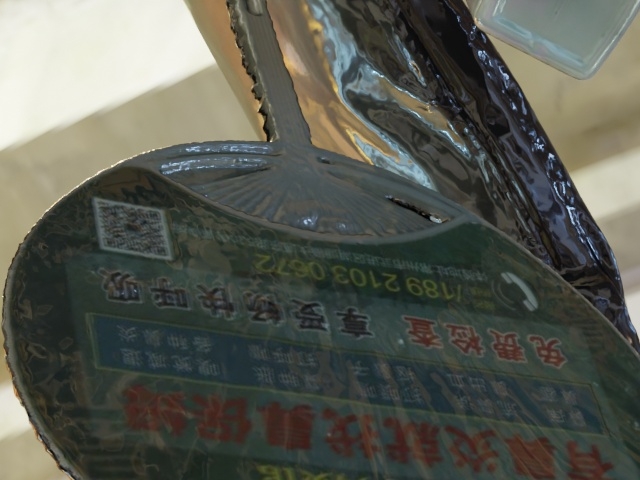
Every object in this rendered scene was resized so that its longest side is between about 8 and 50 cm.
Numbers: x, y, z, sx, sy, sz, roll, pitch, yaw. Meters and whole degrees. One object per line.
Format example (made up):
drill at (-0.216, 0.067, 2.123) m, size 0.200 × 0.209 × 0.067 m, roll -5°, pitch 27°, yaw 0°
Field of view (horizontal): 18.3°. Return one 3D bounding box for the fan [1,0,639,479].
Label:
fan at (-0.017, 0.013, 0.620) m, size 0.223 × 0.012 × 0.294 m, roll -16°, pitch -127°, yaw -43°

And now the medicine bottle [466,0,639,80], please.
medicine bottle at (0.089, -0.113, 0.739) m, size 0.074 × 0.055 × 0.118 m, roll -62°, pitch -171°, yaw 18°

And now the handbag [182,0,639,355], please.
handbag at (0.025, -0.056, 0.896) m, size 0.075 × 0.332 × 0.191 m, roll -29°, pitch 178°, yaw -22°
